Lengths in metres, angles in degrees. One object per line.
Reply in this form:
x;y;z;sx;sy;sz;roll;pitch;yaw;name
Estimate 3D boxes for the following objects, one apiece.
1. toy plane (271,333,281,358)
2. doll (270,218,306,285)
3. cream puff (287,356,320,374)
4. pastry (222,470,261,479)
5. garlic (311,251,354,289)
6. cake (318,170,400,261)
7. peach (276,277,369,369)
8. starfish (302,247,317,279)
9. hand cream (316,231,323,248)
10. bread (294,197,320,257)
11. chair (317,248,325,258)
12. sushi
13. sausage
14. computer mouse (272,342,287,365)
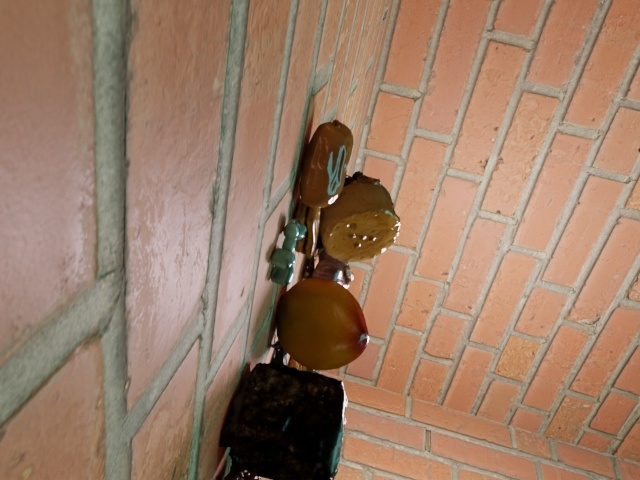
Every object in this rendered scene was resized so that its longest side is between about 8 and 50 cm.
-0.150;0.350;1.770;0.083;0.031;0.079;70;22;-77;toy plane
-0.083;0.020;1.387;0.159;0.059;0.159;97;11;-50;doll
-0.067;0.608;2.639;0.183;0.169;0.183;14;90;-86;cream puff
-0.219;0.660;1.427;0.115;0.097;0.208;-58;173;-1;pastry
0.055;0.157;2.192;0.245;0.160;0.245;10;90;-80;garlic
0.129;-0.124;2.115;0.332;0.332;0.321;99;-18;-47;cake
0.008;0.279;1.738;0.289;0.308;0.289;22;90;-83;peach
-0.045;0.140;2.211;0.231;0.048;0.295;82;17;-63;starfish
0.000;0.000;2.269;0.235;0.055;0.086;-150;-106;-86;hand cream
-0.040;-0.044;1.568;0.200;0.077;0.116;95;12;-52;bread
0.061;0.080;2.527;0.172;0.158;0.247;-54;-178;13;chair
-0.082;0.482;1.405;0.299;0.294;0.281;-67;168;-64;sushi
0.013;-0.202;1.428;0.136;0.120;0.241;-38;144;-78;sausage
-0.145;0.441;1.928;0.099;0.057;0.172;96;9;-78;computer mouse
